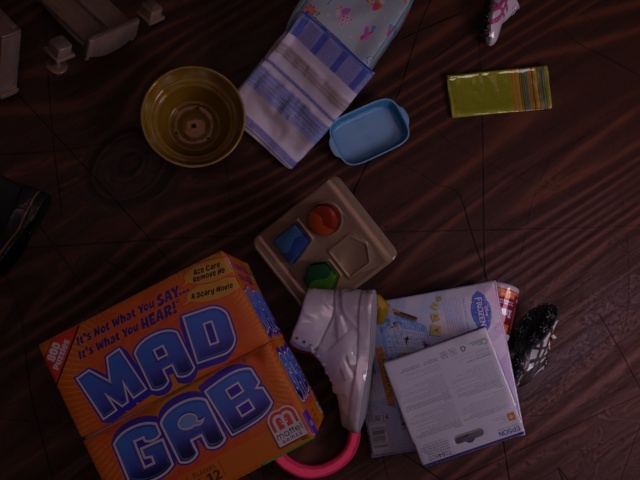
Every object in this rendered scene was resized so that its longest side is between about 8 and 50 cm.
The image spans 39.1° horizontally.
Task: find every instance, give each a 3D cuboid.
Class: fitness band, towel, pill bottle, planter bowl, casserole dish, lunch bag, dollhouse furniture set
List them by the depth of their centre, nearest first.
[{"bbox_3d":[-0.035,0.349,1.882,0.209,0.054,0.291,-22,85,-6],"label":"fitness band"},{"bbox_3d":[-0.269,-0.251,1.908,0.217,0.090,0.217,1,82,-7],"label":"planter bowl"},{"bbox_3d":[-0.051,-0.315,1.910,0.209,0.034,0.285,43,108,-1],"label":"towel"},{"bbox_3d":[-0.574,-0.469,1.928,0.303,0.174,0.355,44,51,13],"label":"dollhouse furniture set"},{"bbox_3d":[0.369,0.168,1.931,0.086,0.086,0.152,14,81,-5],"label":"pill bottle"},{"bbox_3d":[0.059,-0.494,1.969,0.224,0.108,0.279,32,80,0],"label":"lunch bag"},{"bbox_3d":[0.105,-0.235,1.977,0.188,0.037,0.114,-26,86,-10],"label":"casserole dish"},{"bbox_3d":[0.404,-0.336,2.032,0.237,0.021,0.102,-7,83,-7],"label":"towel"}]

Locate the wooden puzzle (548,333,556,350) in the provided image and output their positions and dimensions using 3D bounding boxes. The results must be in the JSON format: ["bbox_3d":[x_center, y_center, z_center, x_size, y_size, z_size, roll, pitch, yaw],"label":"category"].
[{"bbox_3d":[0.477,0.220,1.976,0.083,0.006,0.049,-5,83,-7],"label":"wooden puzzle"}]

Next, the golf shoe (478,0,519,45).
[{"bbox_3d":[0.409,-0.524,2.032,0.086,0.067,0.186,13,81,-6],"label":"golf shoe"}]

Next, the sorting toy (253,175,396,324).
[{"bbox_3d":[0.035,0.054,1.833,0.229,0.041,0.307,-38,90,13],"label":"sorting toy"}]

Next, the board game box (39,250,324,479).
[{"bbox_3d":[-0.234,0.267,1.682,0.356,0.356,0.356,-28,84,0],"label":"board game box"}]

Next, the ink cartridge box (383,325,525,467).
[{"bbox_3d":[0.266,0.311,1.802,0.223,0.045,0.224,-21,84,10],"label":"ink cartridge box"}]

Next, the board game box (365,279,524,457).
[{"bbox_3d":[0.236,0.266,1.869,0.318,0.066,0.319,-10,84,10],"label":"board game box"}]

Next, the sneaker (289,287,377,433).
[{"bbox_3d":[0.021,0.236,1.817,0.169,0.108,0.293,4,96,12],"label":"sneaker"}]

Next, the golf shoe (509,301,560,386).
[{"bbox_3d":[0.456,0.225,1.932,0.094,0.077,0.198,27,98,-41],"label":"golf shoe"}]

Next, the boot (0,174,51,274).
[{"bbox_3d":[-0.663,-0.037,1.852,0.137,0.077,0.198,27,67,2],"label":"boot"}]
